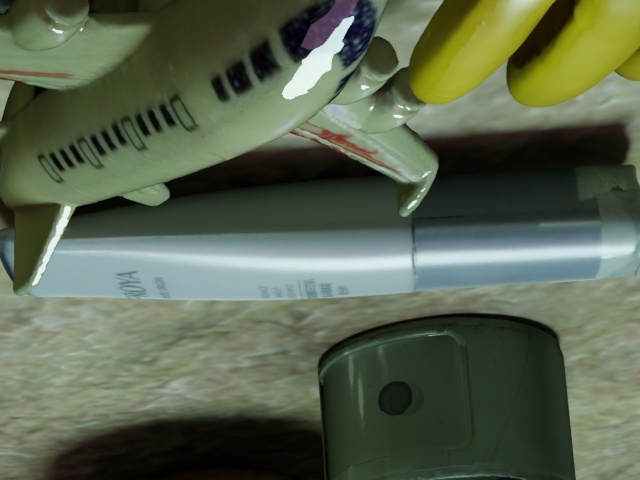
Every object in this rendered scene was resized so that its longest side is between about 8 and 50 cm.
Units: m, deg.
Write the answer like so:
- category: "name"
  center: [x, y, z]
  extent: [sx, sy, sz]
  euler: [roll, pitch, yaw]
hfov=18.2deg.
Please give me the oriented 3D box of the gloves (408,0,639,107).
- category: "gloves"
  center: [0.095, -0.107, 0.457]
  extent: [0.133, 0.116, 0.294]
  euler: [-6, 157, -9]

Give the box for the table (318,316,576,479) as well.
- category: "table"
  center: [0.067, 0.160, 0.980]
  extent: [0.126, 0.220, 0.126]
  euler: [-3, 158, -1]

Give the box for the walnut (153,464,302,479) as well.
- category: "walnut"
  center: [-0.051, 0.234, 1.181]
  extent: [0.209, 0.209, 0.336]
  euler: [-3, 171, -7]

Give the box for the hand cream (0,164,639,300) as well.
- category: "hand cream"
  center: [0.000, 0.000, 0.797]
  extent: [0.255, 0.048, 0.079]
  euler: [-5, 159, 1]

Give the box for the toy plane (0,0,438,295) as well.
- category: "toy plane"
  center: [-0.049, -0.052, 0.587]
  extent: [0.242, 0.104, 0.256]
  euler: [10, 154, -27]
